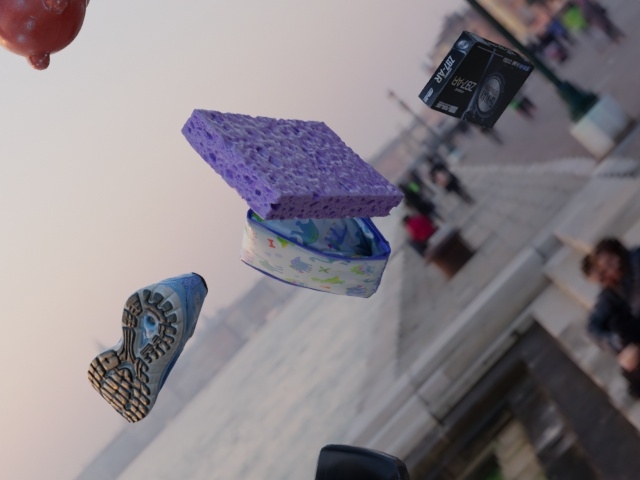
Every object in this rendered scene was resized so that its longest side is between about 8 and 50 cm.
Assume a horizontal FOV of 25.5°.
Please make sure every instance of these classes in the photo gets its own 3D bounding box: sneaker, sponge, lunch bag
[{"bbox_3d":[-0.128,0.085,1.121,0.073,0.063,0.162,-36,-13,-46],"label":"sneaker"},{"bbox_3d":[-0.021,-0.066,1.260,0.210,0.117,0.031,-3,-47,-57],"label":"sponge"},{"bbox_3d":[0.000,0.000,1.485,0.096,0.151,0.129,-59,-6,-20],"label":"lunch bag"}]

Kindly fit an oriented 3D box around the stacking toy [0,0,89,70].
[{"bbox_3d":[-0.182,-0.307,1.197,0.279,0.130,0.309,-25,-29,-31],"label":"stacking toy"}]

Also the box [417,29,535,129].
[{"bbox_3d":[0.128,-0.130,1.149,0.083,0.018,0.067,14,-61,-46],"label":"box"}]

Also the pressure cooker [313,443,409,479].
[{"bbox_3d":[-0.028,0.392,1.123,0.420,0.375,0.370,3,-44,-49],"label":"pressure cooker"}]
